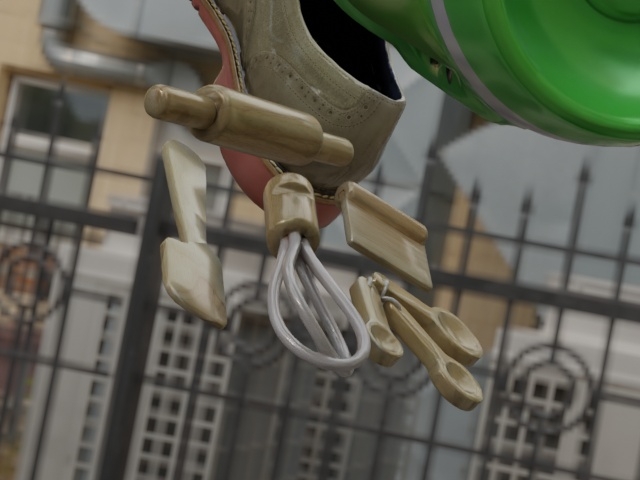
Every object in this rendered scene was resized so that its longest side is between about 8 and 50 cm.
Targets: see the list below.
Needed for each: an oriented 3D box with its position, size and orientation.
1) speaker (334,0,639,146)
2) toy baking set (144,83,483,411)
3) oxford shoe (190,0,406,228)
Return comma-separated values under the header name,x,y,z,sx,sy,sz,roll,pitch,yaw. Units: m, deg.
name,x,y,z,sx,sy,sz,roll,pitch,yaw
speaker,0.070,-0.118,0.608,0.131,0.131,0.296,11,13,-13
toy baking set,-0.003,-0.005,0.801,0.256,0.030,0.197,16,33,-51
oxford shoe,-0.015,-0.179,1.101,0.123,0.348,0.130,9,-40,-39
